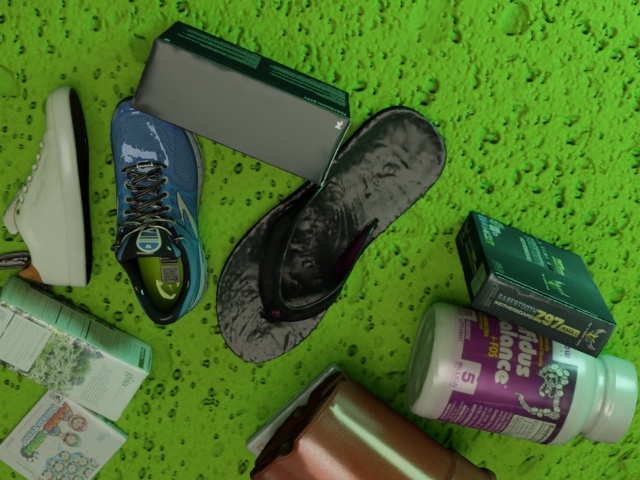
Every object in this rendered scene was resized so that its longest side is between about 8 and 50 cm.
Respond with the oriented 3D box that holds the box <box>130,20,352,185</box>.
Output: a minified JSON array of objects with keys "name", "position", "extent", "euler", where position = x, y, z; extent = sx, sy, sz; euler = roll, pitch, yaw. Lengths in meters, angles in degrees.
[{"name":"box","position":[-0.097,-0.184,1.342],"extent":[0.261,0.184,0.103],"euler":[22,105,-6]}]

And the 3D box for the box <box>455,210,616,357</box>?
[{"name":"box","position":[0.286,0.053,1.390],"extent":[0.183,0.232,0.059],"euler":[23,111,-7]}]

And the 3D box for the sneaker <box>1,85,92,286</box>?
[{"name":"sneaker","position":[-0.385,-0.070,1.416],"extent":[0.123,0.106,0.290],"euler":[2,108,-3]}]

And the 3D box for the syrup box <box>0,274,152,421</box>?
[{"name":"syrup box","position":[-0.370,0.156,1.479],"extent":[0.237,0.096,0.093],"euler":[30,104,-16]}]

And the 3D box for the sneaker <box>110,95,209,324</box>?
[{"name":"sneaker","position":[-0.221,-0.036,1.406],"extent":[0.130,0.147,0.330],"euler":[-9,106,2]}]

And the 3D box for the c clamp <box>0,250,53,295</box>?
[{"name":"c clamp","position":[-0.461,0.077,1.507],"extent":[0.137,0.022,0.160],"euler":[-11,106,-3]}]

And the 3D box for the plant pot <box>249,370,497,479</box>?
[{"name":"plant pot","position":[0.062,0.344,1.452],"extent":[0.265,0.272,0.272],"euler":[43,102,-3]}]

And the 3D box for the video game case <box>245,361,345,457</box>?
[{"name":"video game case","position":[0.026,0.321,1.580],"extent":[0.212,0.023,0.193],"euler":[44,102,-12]}]

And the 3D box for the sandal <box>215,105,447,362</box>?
[{"name":"sandal","position":[-0.001,-0.002,1.437],"extent":[0.168,0.107,0.445],"euler":[36,104,-10]}]

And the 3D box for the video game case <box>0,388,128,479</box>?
[{"name":"video game case","position":[-0.401,0.316,1.579],"extent":[0.143,0.019,0.157],"euler":[40,102,-11]}]

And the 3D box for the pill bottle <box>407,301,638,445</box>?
[{"name":"pill bottle","position":[0.288,0.199,1.468],"extent":[0.302,0.169,0.169],"euler":[13,106,-5]}]
